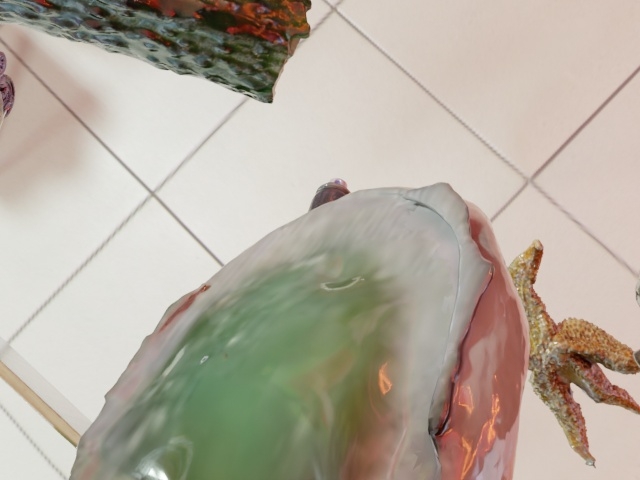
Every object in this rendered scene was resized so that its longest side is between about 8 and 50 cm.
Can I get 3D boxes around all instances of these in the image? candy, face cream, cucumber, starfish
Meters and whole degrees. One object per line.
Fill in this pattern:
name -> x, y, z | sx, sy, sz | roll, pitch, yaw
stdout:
candy -> 0.001, 0.129, 0.731 | 0.386, 0.186, 0.426 | -8, 46, 43
face cream -> 0.000, 0.000, 1.544 | 0.073, 0.073, 0.283 | 9, 46, 10
cucumber -> -0.093, -0.103, 0.358 | 0.187, 0.058, 0.058 | 13, 82, -23
starfish -> 0.332, 0.187, 1.317 | 0.294, 0.084, 0.301 | 34, 116, 0

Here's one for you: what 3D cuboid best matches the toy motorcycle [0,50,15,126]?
toy motorcycle -> -0.473, -0.189, 1.229 | 0.092, 0.254, 0.135 | 13, 81, 8

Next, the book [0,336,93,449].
book -> -0.400, 0.198, 1.290 | 0.322, 0.228, 0.018 | 38, 78, 14

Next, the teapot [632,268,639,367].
teapot -> 0.327, 0.055, 0.732 | 0.175, 0.268, 0.185 | -38, 64, 15
